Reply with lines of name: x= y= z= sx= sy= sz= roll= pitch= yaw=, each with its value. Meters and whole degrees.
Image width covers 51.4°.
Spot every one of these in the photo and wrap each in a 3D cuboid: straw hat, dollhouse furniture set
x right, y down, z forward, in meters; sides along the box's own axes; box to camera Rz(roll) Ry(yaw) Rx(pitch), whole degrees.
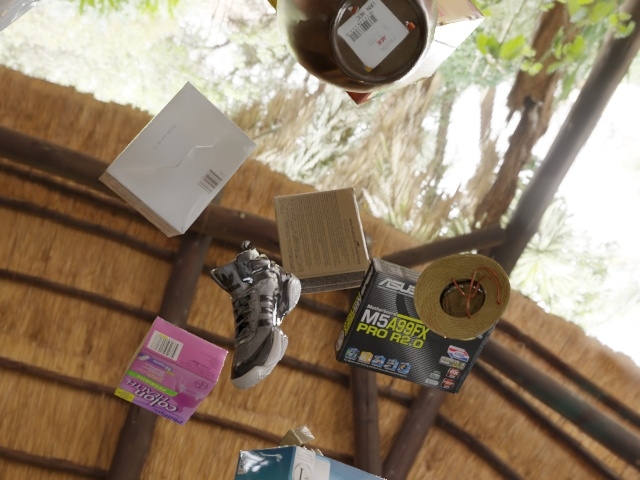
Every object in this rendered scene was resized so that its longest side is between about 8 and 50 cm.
straw hat: x=0.218 y=0.093 z=1.014 sx=0.144 sy=0.144 sz=0.061 roll=35 pitch=170 yaw=27
dollhouse furniture set: x=-0.043 y=0.476 z=1.250 sx=0.101 sy=0.160 sz=0.182 roll=-9 pitch=-133 yaw=-45

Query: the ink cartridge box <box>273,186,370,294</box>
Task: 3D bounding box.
ink cartridge box: x=0.000 y=0.000 z=1.535 sx=0.194 sy=0.088 sz=0.234 roll=-6 pitch=-125 yaw=-5

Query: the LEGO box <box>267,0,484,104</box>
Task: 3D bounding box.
LEGO box: x=0.055 y=-0.553 z=1.356 sx=0.500 sy=0.193 sz=0.372 roll=50 pitch=-143 yaw=5

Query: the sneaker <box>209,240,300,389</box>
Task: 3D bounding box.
sneaker: x=-0.128 y=0.114 z=1.114 sx=0.153 sy=0.101 sz=0.268 roll=48 pitch=-147 yaw=-22

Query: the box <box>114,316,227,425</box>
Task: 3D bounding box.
box: x=-0.407 y=0.358 z=1.799 sx=0.214 sy=0.243 sz=0.117 roll=29 pitch=-141 yaw=-12

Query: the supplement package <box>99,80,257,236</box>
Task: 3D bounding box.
supplement package: x=-0.309 y=-0.170 z=1.449 sx=0.204 sy=0.261 sz=0.145 roll=43 pitch=162 yaw=-17

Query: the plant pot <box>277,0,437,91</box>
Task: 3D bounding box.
plant pot: x=0.054 y=-0.269 z=0.811 sx=0.216 sy=0.215 sz=0.230 roll=18 pitch=-157 yaw=-11

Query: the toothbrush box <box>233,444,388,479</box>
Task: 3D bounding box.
toothbrush box: x=-0.022 y=0.454 z=0.896 sx=0.216 sy=0.126 sz=0.295 roll=33 pitch=-126 yaw=-32

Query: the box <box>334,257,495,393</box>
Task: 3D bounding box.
box: x=0.189 y=0.173 z=1.311 sx=0.270 sy=0.216 sz=0.060 roll=18 pitch=-157 yaw=-12

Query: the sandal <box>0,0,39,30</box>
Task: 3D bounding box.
sandal: x=-0.303 y=-0.373 z=0.739 sx=0.102 sy=0.416 sz=0.169 roll=47 pitch=-133 yaw=-20
